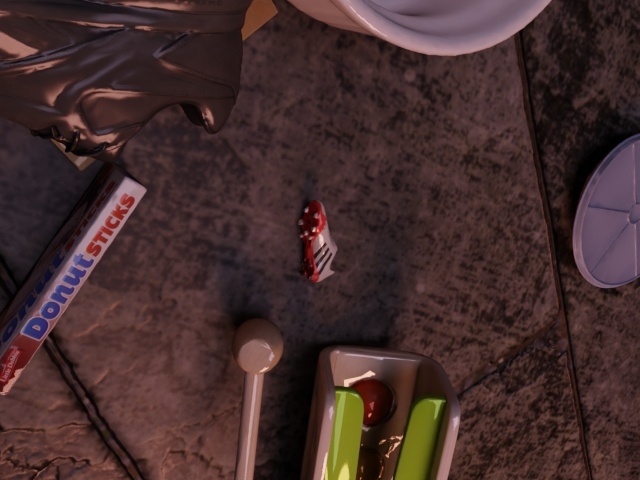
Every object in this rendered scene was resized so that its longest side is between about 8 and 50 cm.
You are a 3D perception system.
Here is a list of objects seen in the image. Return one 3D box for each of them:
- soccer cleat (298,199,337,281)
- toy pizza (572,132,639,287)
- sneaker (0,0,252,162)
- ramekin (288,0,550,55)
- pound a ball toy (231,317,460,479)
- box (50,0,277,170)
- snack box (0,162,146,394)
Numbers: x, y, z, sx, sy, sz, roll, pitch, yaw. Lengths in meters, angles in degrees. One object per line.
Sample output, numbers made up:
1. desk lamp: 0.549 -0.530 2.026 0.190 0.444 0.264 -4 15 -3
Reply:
1. soccer cleat: 0.000 0.000 0.594 0.036 0.029 0.083 -14 117 -34
2. toy pizza: 0.382 -0.037 0.791 0.201 0.032 0.201 -11 113 -26
3. sneaker: -0.174 -0.109 0.390 0.287 0.109 0.130 -7 117 -25
4. ramekin: 0.063 -0.283 0.465 0.277 0.135 0.277 -10 112 -27
5. pound a ball toy: 0.006 0.223 0.633 0.208 0.135 0.318 6 105 -5
6. box: -0.150 -0.174 0.452 0.201 0.021 0.164 -43 122 -10
7. snack box: -0.194 0.023 0.469 0.022 0.064 0.178 35 88 -35
